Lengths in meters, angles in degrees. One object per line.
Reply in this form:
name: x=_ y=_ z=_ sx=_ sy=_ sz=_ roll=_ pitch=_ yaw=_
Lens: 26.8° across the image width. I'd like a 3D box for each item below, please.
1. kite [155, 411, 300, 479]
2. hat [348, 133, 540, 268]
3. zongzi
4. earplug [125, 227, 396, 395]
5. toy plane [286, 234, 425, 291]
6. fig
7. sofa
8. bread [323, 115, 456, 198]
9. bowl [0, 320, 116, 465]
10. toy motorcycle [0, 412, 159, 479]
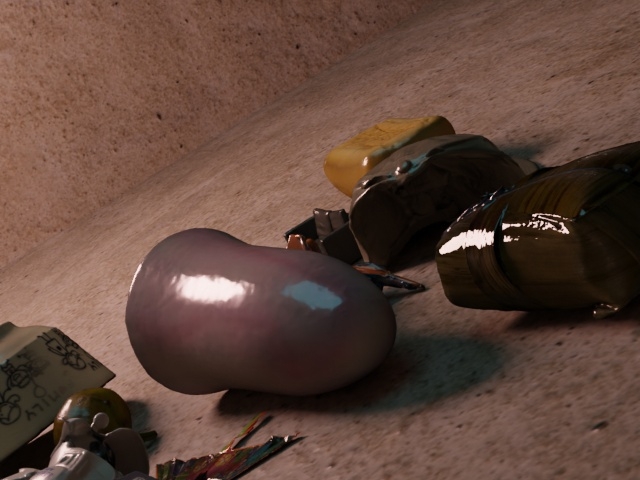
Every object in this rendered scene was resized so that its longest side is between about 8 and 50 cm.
kite: x=-0.096 y=0.199 z=1.198 sx=0.190 sy=0.010 sz=0.159 roll=-18 pitch=16 yaw=38
hat: x=0.129 y=-0.074 z=1.513 sx=0.214 sy=0.149 sz=0.244 roll=-26 pitch=24 yaw=14
zongzi: x=0.230 y=-0.030 z=1.134 sx=0.242 sy=0.112 sz=0.221 roll=-37 pitch=18 yaw=-31
earplug: x=-0.037 y=0.074 z=1.256 sx=0.172 sy=0.172 sz=0.301 roll=-37 pitch=21 yaw=-30
toy plane: x=0.024 y=0.044 z=1.409 sx=0.188 sy=0.135 sz=0.062 roll=21 pitch=88 yaw=35
fig: x=-0.225 y=0.194 z=1.368 sx=0.084 sy=0.082 sz=0.098 roll=7 pitch=1 yaw=-45
sofa: x=0.000 y=0.000 z=1.646 sx=0.085 sy=0.060 sz=0.147 roll=-33 pitch=13 yaw=-14
bread: x=0.095 y=-0.098 z=1.730 sx=0.147 sy=0.098 sz=0.217 roll=-33 pitch=14 yaw=-9
bowl: x=-0.358 y=0.177 z=1.489 sx=0.238 sy=0.126 sz=0.238 roll=-39 pitch=2 yaw=2
toy motorcycle: x=-0.178 y=0.210 z=1.075 sx=0.150 sy=0.102 sz=0.221 roll=-23 pitch=20 yaw=-36
